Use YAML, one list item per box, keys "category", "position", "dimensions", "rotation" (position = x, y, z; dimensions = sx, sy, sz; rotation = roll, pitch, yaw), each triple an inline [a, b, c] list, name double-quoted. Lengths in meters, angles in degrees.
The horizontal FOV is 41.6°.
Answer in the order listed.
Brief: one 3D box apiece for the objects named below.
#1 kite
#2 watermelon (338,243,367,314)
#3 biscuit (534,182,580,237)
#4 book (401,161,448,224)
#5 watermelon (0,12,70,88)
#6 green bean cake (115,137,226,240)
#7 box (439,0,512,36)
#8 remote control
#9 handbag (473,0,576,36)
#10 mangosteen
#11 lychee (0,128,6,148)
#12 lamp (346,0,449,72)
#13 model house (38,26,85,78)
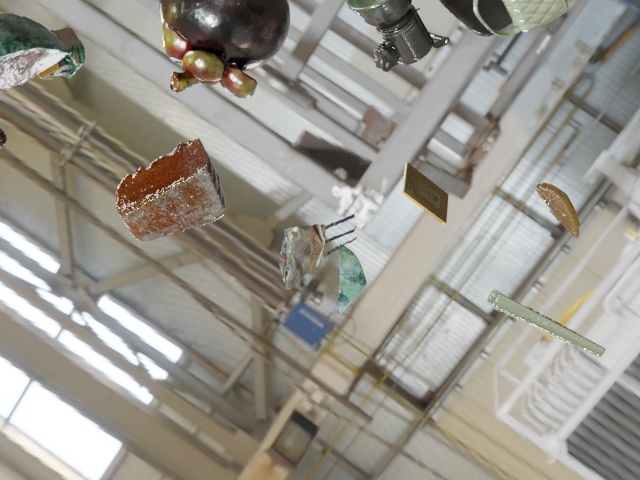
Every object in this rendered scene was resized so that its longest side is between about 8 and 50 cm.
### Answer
- category: "kite"
  position: [0.002, 0.001, 1.620]
  dimensions: [0.016, 0.127, 0.229]
  rotation: [24, -142, 34]
- category: "watermelon"
  position: [0.071, 0.096, 2.162]
  dimensions: [0.081, 0.180, 0.094]
  rotation: [-4, -155, -18]
- category: "biscuit"
  position: [0.420, -0.061, 1.468]
  dimensions: [0.119, 0.019, 0.130]
  rotation: [54, -178, 14]
- category: "book"
  position: [0.295, -0.131, 2.354]
  dimensions: [0.172, 0.012, 0.118]
  rotation: [35, -134, -25]
- category: "watermelon"
  position: [-0.695, -0.372, 1.744]
  dimensions: [0.318, 0.226, 0.148]
  rotation: [-28, -102, -25]
- category: "green bean cake"
  position: [-0.335, -0.106, 1.858]
  dimensions: [0.198, 0.233, 0.097]
  rotation: [68, -176, -53]
- category: "box"
  position: [0.407, -0.606, 2.093]
  dimensions: [0.201, 0.212, 0.042]
  rotation: [49, 160, 9]
- category: "remote control"
  position: [0.532, 0.194, 1.984]
  dimensions: [0.285, 0.038, 0.123]
  rotation: [26, -176, 3]
- category: "handbag"
  position: [0.449, -0.544, 1.863]
  dimensions: [0.256, 0.219, 0.079]
  rotation: [33, -153, -59]
- category: "mangosteen"
  position: [-0.286, -0.617, 2.437]
  dimensions: [0.382, 0.435, 0.382]
  rotation: [10, 163, 3]
- category: "lychee"
  position: [-0.814, -0.251, 2.089]
  dimensions: [0.067, 0.068, 0.083]
  rotation: [-7, -131, -16]
- category: "lamp"
  position: [0.167, -0.473, 1.864]
  dimensions: [0.147, 0.172, 0.227]
  rotation: [31, 165, 47]
- category: "model house"
  position: [-0.605, -0.422, 1.911]
  dimensions: [0.100, 0.101, 0.087]
  rotation: [-29, -93, -48]
